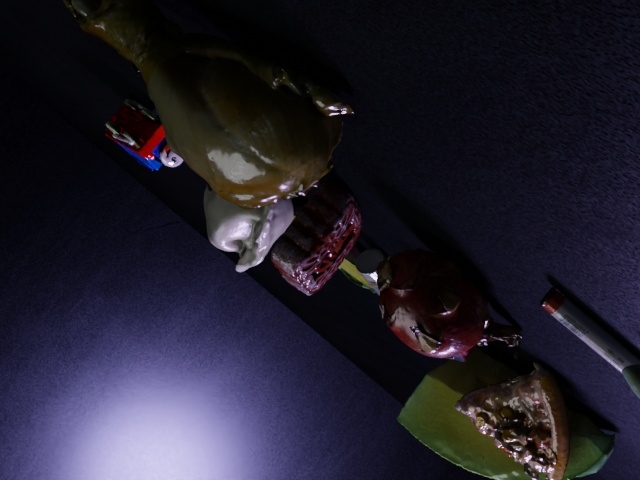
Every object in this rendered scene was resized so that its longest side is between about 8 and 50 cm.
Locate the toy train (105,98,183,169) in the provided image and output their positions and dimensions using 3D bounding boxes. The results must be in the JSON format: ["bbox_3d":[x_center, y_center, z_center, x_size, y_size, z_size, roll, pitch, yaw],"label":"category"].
[{"bbox_3d":[-0.306,-0.183,2.128,0.131,0.083,0.204,45,172,-32],"label":"toy train"}]

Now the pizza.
[{"bbox_3d":[0.268,0.253,1.706,0.195,0.052,0.185,9,114,44],"label":"pizza"}]

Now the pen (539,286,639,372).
[{"bbox_3d":[0.320,0.126,1.259,0.218,0.026,0.026,39,172,-5],"label":"pen"}]

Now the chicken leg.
[{"bbox_3d":[-0.138,-0.181,1.280,0.429,0.152,0.201,43,162,29],"label":"chicken leg"}]

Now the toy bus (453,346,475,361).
[{"bbox_3d":[0.173,0.114,1.705,0.077,0.065,0.192,25,166,31],"label":"toy bus"}]

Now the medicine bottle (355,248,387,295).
[{"bbox_3d":[0.091,0.052,1.778,0.047,0.047,0.083,31,169,43],"label":"medicine bottle"}]

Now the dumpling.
[{"bbox_3d":[-0.114,-0.037,1.811,0.250,0.132,0.163,-14,90,67],"label":"dumpling"}]

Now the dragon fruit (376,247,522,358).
[{"bbox_3d":[0.170,0.093,1.500,0.246,0.125,0.125,25,168,-37],"label":"dragon fruit"}]

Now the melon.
[{"bbox_3d":[0.294,0.281,1.802,0.323,0.196,0.124,28,139,37],"label":"melon"}]

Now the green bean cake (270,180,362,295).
[{"bbox_3d":[0.000,0.000,1.586,0.056,0.135,0.136,35,172,19],"label":"green bean cake"}]

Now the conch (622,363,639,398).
[{"bbox_3d":[0.380,0.176,1.179,0.180,0.088,0.065,41,131,32],"label":"conch"}]

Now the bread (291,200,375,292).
[{"bbox_3d":[0.014,0.005,1.919,0.228,0.033,0.228,40,173,6],"label":"bread"}]
